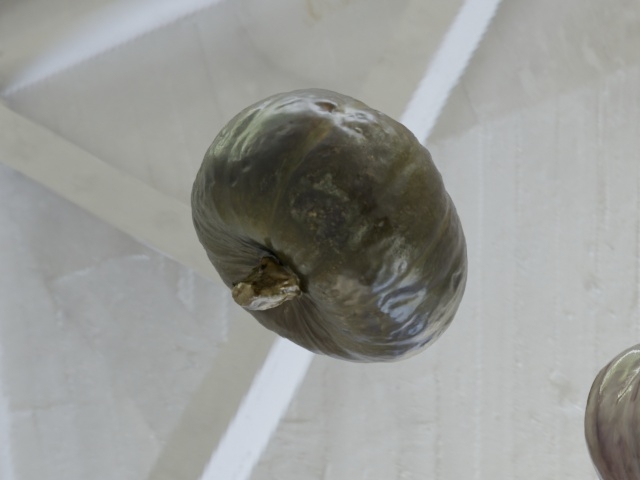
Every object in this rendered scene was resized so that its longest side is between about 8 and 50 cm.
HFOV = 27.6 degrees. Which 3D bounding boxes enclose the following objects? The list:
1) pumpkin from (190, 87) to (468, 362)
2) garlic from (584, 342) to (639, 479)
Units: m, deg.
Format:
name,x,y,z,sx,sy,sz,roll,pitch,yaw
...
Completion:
name,x,y,z,sx,sy,sz,roll,pitch,yaw
pumpkin,0.000,0.000,0.920,0.219,0.219,0.162,28,-122,28
garlic,0.177,0.100,0.489,0.147,0.159,0.102,-38,-155,50
